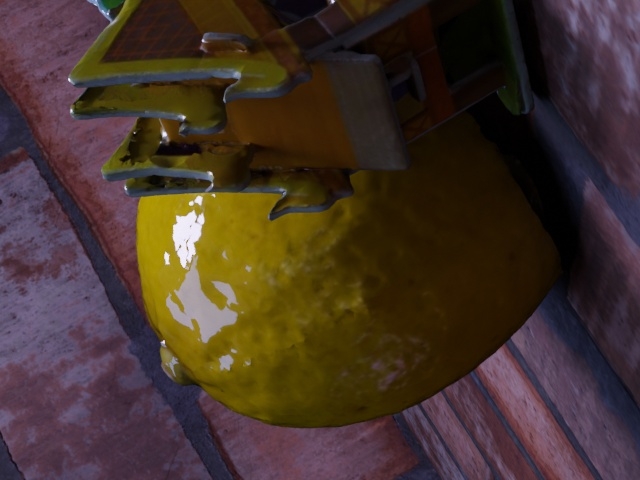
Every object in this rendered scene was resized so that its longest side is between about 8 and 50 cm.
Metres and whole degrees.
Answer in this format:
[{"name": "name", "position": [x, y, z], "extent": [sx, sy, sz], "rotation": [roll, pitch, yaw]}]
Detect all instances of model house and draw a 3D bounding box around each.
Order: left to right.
[{"name": "model house", "position": [-0.065, -0.199, 1.339], "extent": [0.358, 0.313, 0.242], "rotation": [56, 170, 35]}]

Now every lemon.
[{"name": "lemon", "position": [0.000, 0.000, 1.559], "extent": [0.364, 0.364, 0.364], "rotation": [58, 173, 11]}]
